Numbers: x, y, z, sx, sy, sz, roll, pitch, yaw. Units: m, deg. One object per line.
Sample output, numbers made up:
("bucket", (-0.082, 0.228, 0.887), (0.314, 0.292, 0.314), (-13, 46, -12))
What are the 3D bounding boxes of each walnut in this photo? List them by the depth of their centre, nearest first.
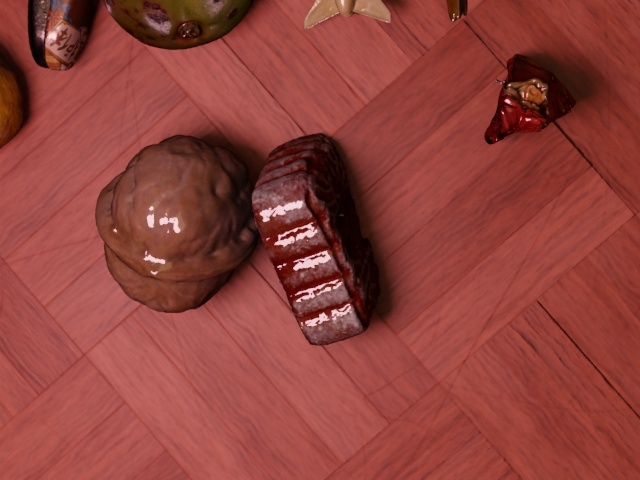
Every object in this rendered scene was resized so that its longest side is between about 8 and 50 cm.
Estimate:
("walnut", (-0.178, -0.022, 1.745), (0.224, 0.224, 0.224), (0, 92, 6))

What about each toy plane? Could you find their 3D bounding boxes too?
("toy plane", (0.029, -0.400, 1.777), (0.242, 0.104, 0.256), (-2, 99, 21))

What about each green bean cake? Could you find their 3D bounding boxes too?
("green bean cake", (0.000, 0.000, 1.774), (0.097, 0.198, 0.233), (-18, 106, 14))

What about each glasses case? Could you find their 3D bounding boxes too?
("glasses case", (-0.319, -0.377, 1.794), (0.082, 0.122, 0.321), (9, 93, 0))

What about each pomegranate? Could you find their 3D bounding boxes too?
("pomegranate", (-0.178, -0.356, 1.764), (0.202, 0.202, 0.248), (-12, 60, 6))

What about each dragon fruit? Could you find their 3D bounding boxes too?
("dragon fruit", (0.232, -0.172, 1.717), (0.122, 0.192, 0.092), (-23, 97, 20))

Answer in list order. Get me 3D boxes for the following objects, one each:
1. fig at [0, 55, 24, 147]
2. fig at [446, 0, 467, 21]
("fig", (-0.474, -0.193, 1.755), (0.159, 0.257, 0.159), (-3, 78, 13))
("fig", (0.172, -0.446, 1.656), (0.286, 0.286, 0.369), (3, 87, 6))
